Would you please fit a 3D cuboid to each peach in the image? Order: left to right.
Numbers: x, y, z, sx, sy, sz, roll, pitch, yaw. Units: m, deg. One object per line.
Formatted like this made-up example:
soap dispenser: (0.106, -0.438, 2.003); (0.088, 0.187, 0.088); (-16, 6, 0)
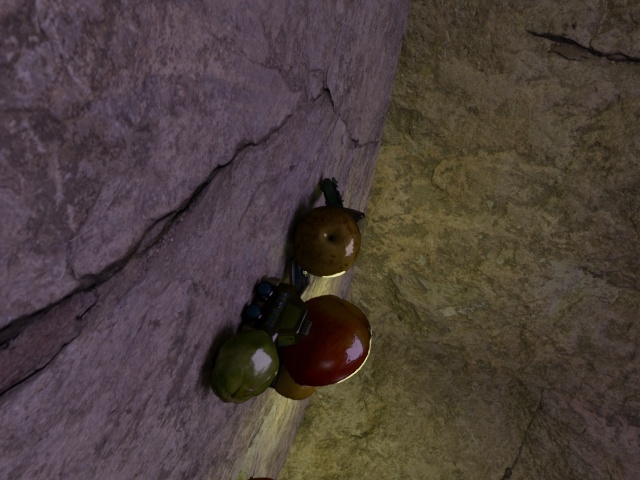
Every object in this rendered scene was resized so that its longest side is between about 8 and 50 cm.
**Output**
peach: (0.013, 0.394, 1.727); (0.370, 0.369, 0.371); (17, 90, -79)

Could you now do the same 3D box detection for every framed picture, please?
framed picture: (-0.084, 0.132, 1.844); (0.281, 0.019, 0.209); (-53, 145, -68)

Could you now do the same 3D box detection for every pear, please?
pear: (0.023, 0.008, 1.700); (0.280, 0.280, 0.281); (17, 90, -79)

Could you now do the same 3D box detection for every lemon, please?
lemon: (-0.106, 0.561, 1.946); (0.228, 0.228, 0.254); (20, 76, -79)

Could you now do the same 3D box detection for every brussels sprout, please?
brussels sprout: (-0.215, 0.353, 1.260); (0.223, 0.161, 0.223); (-46, 151, -34)

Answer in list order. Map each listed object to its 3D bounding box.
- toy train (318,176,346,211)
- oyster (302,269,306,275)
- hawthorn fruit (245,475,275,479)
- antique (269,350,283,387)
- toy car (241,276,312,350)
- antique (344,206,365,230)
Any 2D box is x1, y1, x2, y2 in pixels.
toy train: (0.055, -0.166, 1.847); (0.132, 0.083, 0.200); (65, 9, -52)
oyster: (-0.059, 0.120, 1.860); (0.083, 0.019, 0.054); (60, 35, -69)
hawthorn fruit: (-0.266, 1.202, 1.952); (0.325, 0.307, 0.309); (98, 11, -71)
antique: (-0.188, 0.476, 1.799); (0.080, 0.081, 0.221); (81, 27, -69)
toy car: (-0.130, 0.260, 1.452); (0.204, 0.198, 0.248); (92, 21, -57)
antique: (0.117, -0.064, 2.402); (0.284, 0.150, 0.125); (-46, 153, -50)
